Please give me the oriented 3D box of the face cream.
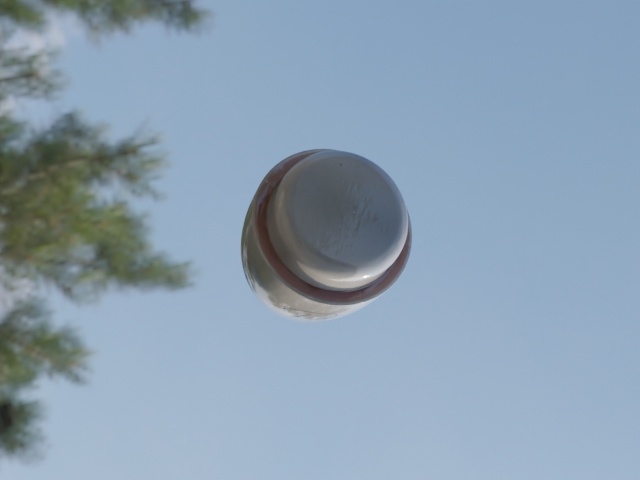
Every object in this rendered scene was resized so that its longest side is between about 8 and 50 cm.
[{"bbox_3d":[0.000,0.000,0.887,0.091,0.091,0.095,67,-24,12],"label":"face cream"}]
